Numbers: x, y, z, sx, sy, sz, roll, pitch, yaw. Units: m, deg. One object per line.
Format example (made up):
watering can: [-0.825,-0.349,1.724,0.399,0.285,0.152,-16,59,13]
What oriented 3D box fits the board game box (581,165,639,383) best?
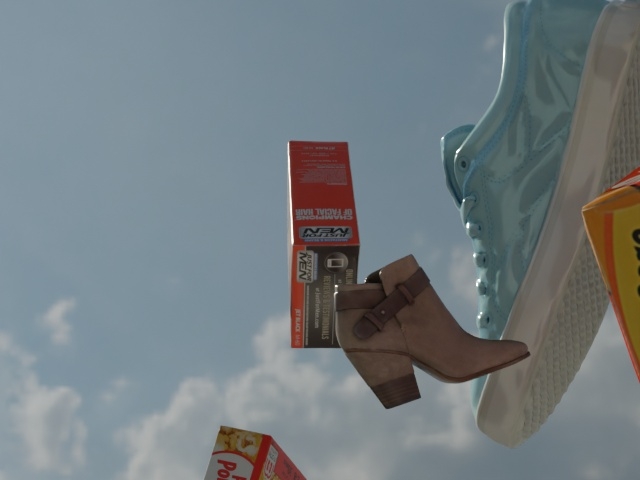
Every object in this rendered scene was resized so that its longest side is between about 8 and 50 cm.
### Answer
board game box: [0.367,0.064,0.579,0.356,0.356,0.356,-18,5,30]

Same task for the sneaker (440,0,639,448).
sneaker: [0.162,-0.022,1.230,0.150,0.366,0.135,15,-4,28]

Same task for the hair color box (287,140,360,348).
hair color box: [0.000,0.000,1.181,0.053,0.167,0.093,0,-60,-3]

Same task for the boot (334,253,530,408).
boot: [0.067,0.051,0.957,0.118,0.087,0.042,-17,-5,-23]

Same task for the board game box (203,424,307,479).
board game box: [-0.064,0.255,1.148,0.045,0.193,0.147,9,-22,19]
